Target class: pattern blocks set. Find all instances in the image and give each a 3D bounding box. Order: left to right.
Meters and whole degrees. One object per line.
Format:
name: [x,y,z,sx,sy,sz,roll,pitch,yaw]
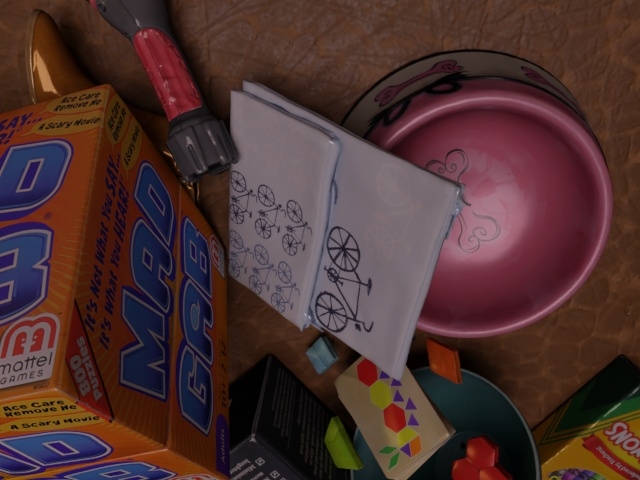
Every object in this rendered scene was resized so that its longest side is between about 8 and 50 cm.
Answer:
pattern blocks set: [0.108,0.254,0.839,0.285,0.026,0.325,-40,64,32]

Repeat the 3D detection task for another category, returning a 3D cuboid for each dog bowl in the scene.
dog bowl: [0.203,-0.045,0.776,0.407,0.150,0.408,1,113,3]

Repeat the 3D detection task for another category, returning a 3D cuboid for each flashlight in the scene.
flashlight: [-0.204,-0.225,0.706,0.103,0.103,0.304,-27,94,-33]

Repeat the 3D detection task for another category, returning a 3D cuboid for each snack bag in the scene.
snack bag: [0.000,0.000,0.731,0.342,0.037,0.323,32,131,28]

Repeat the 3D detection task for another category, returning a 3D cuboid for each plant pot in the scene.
plant pot: [0.220,0.368,0.906,0.290,0.290,0.195,-33,143,15]

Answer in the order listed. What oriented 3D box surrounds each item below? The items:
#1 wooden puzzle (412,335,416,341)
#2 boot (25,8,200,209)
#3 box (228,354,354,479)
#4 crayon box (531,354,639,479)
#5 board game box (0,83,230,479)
wooden puzzle: [0.126,0.166,0.943,0.049,0.006,0.083,39,109,-13]
boot: [-0.269,-0.166,0.780,0.211,0.104,0.295,-3,118,-2]
box: [-0.070,0.454,0.961,0.293,0.212,0.395,-38,106,16]
crayon box: [0.489,0.376,0.976,0.202,0.081,0.319,35,110,-12]
board game box: [-0.340,0.103,0.677,0.355,0.357,0.356,-13,145,8]
